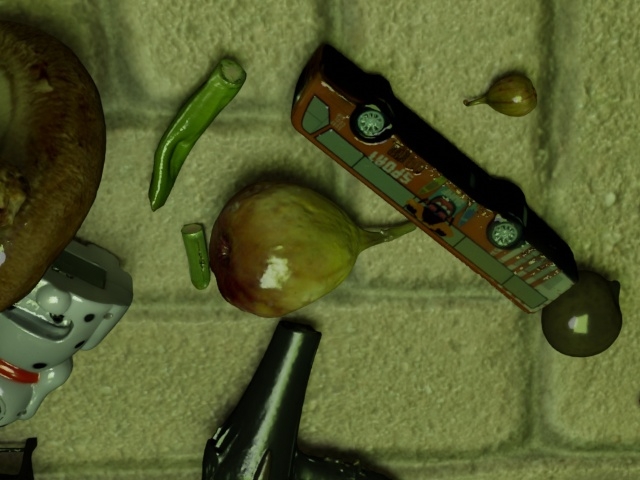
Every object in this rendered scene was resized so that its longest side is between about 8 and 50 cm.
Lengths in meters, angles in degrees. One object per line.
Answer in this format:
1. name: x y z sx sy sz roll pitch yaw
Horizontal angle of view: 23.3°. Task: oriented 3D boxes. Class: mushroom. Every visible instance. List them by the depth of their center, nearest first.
1. mushroom: -0.390 -0.067 1.663 0.345 0.345 0.239 -11 130 5

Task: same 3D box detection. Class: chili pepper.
1. chili pepper: -0.150 -0.124 1.774 0.050 0.052 0.202 41 115 11

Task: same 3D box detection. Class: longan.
1. longan: 0.319 0.088 1.878 0.113 0.092 0.113 -7 110 -20

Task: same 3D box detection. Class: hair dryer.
1. hair dryer: 0.033 0.270 1.990 0.359 0.120 0.304 17 103 -22

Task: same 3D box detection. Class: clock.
1. clock: -0.354 0.115 1.829 0.189 0.189 0.254 26 114 -15

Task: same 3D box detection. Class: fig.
1. fig: 0.205 -0.163 1.765 0.083 0.050 0.050 -8 119 14
2. fig: 0.000 0.000 1.812 0.257 0.159 0.159 -9 120 -19

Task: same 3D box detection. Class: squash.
1. squash: -0.148 0.022 1.867 0.027 0.027 0.083 -7 120 2

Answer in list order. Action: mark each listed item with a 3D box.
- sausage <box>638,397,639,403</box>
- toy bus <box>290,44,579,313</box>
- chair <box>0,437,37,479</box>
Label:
1. sausage: 0.448 0.206 1.977 0.083 0.034 0.034 -12 118 6
2. toy bus: 0.133 -0.068 1.789 0.409 0.093 0.092 38 118 -19
3. chair: -0.413 0.342 1.922 0.106 0.229 0.113 -1 116 0
